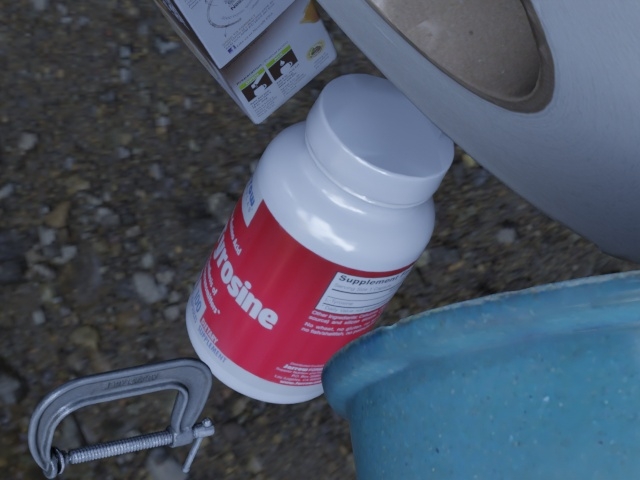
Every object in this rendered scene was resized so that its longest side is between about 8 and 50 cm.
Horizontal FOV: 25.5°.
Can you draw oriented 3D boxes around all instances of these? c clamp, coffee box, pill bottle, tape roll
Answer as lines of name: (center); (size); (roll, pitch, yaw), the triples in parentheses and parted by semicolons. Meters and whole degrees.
c clamp: (-0.139, 0.137, 1.018); (0.022, 0.160, 0.137); (57, 135, 35)
coffee box: (-0.086, -0.214, 1.118); (0.098, 0.246, 0.141); (-40, 68, -2)
pill bottle: (0.000, 0.000, 1.758); (0.229, 0.229, 0.408); (41, 131, 12)
tape roll: (0.046, -0.151, 0.567); (0.072, 0.392, 0.392); (-41, 81, -7)

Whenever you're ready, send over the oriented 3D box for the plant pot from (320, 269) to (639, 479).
plant pot: (0.173, 0.210, 0.512); (0.341, 0.341, 0.334); (-8, 72, 22)
